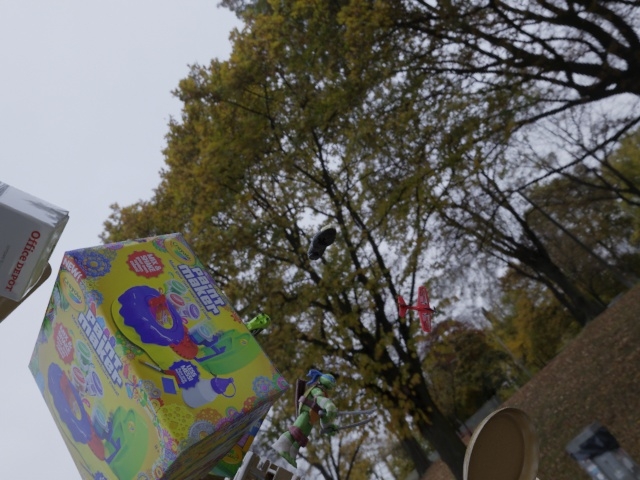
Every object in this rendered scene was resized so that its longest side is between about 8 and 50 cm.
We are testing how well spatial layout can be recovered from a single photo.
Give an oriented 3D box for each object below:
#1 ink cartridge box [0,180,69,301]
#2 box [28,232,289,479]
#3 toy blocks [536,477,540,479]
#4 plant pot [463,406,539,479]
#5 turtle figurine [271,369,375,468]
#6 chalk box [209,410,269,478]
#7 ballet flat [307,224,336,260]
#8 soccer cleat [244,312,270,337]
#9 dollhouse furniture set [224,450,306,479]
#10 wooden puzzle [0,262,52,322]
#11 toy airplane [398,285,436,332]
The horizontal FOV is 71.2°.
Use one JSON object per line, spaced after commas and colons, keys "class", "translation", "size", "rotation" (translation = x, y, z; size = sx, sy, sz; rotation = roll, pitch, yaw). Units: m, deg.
{"class": "ink cartridge box", "translation": [-0.499, -0.016, 0.653], "size": [0.191, 0.082, 0.139], "rotation": [27, -77, -20]}
{"class": "box", "translation": [-0.246, 0.194, 0.642], "size": [0.177, 0.290, 0.279], "rotation": [-14, -33, -52]}
{"class": "toy blocks", "translation": [0.555, 0.692, 1.186], "size": [0.148, 0.123, 0.054], "rotation": [-5, -88, -26]}
{"class": "plant pot", "translation": [0.376, 0.466, 0.938], "size": [0.236, 0.032, 0.236], "rotation": [1, -92, -32]}
{"class": "turtle figurine", "translation": [0.009, 0.543, 1.298], "size": [0.266, 0.275, 0.198], "rotation": [-48, 2, -21]}
{"class": "chalk box", "translation": [-0.261, 0.414, 1.019], "size": [0.180, 0.179, 0.289], "rotation": [-21, 29, 46]}
{"class": "ballet flat", "translation": [0.000, 0.000, 1.230], "size": [0.057, 0.049, 0.173], "rotation": [14, -32, -14]}
{"class": "soccer cleat", "translation": [-0.236, 0.287, 1.408], "size": [0.179, 0.060, 0.072], "rotation": [-17, -43, -33]}
{"class": "dollhouse furniture set", "translation": [-0.151, 0.654, 1.138], "size": [0.242, 0.212, 0.161], "rotation": [-34, 25, 59]}
{"class": "wooden puzzle", "translation": [-0.593, 0.027, 0.746], "size": [0.044, 0.221, 0.238], "rotation": [-19, -64, 14]}
{"class": "toy airplane", "translation": [0.294, 0.210, 1.366], "size": [0.151, 0.151, 0.028], "rotation": [-12, -20, -33]}
